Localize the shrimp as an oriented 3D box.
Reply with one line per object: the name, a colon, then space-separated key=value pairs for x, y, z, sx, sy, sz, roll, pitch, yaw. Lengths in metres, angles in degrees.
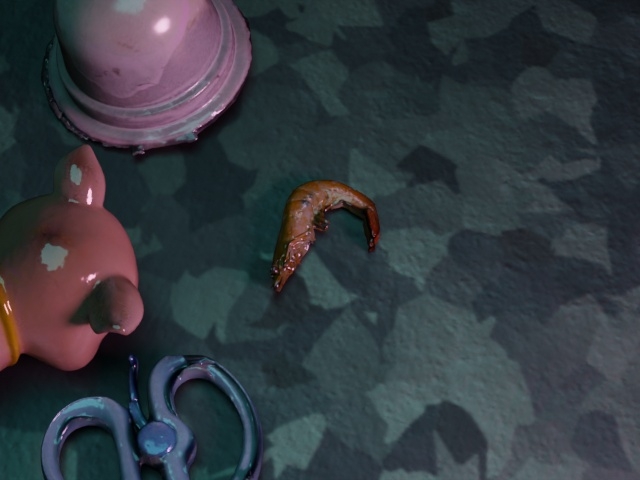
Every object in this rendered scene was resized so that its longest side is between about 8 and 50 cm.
shrimp: x=0.000 y=0.000 z=1.249 sx=0.091 sy=0.025 sz=0.127 roll=24 pitch=62 yaw=11

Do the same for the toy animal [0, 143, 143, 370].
toy animal: x=-0.272 y=0.043 z=1.163 sx=0.248 sy=0.149 sz=0.165 roll=-21 pitch=82 yaw=-3

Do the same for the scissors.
scissors: x=-0.108 y=0.267 z=1.106 sx=0.180 sy=0.032 sz=0.393 roll=-13 pitch=62 yaw=-7

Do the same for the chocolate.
chocolate: x=-0.163 y=-0.204 z=1.289 sx=0.221 sy=0.147 sz=0.221 roll=0 pitch=59 yaw=0
